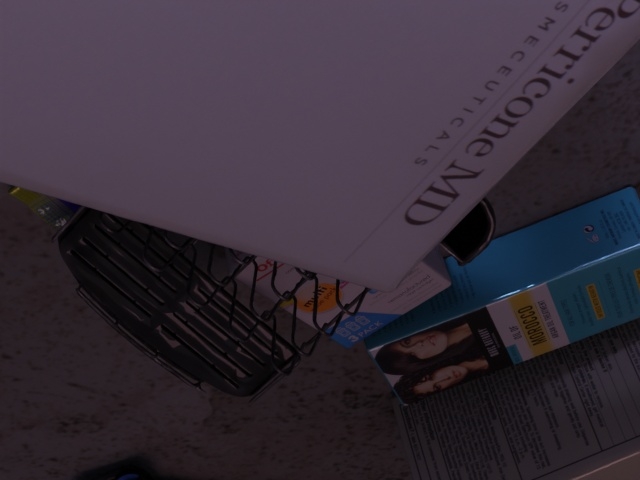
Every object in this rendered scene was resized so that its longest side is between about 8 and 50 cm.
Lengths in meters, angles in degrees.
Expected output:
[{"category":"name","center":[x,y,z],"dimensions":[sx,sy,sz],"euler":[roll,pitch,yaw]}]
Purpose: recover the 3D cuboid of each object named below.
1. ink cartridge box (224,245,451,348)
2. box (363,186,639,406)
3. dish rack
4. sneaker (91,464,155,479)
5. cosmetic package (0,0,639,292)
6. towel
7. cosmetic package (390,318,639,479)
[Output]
[{"category":"ink cartridge box","center":[0.000,0.000,0.894],"dimensions":[0.104,0.061,0.181],"euler":[-35,135,22]},{"category":"box","center":[0.158,0.049,0.998],"dimensions":[0.244,0.060,0.100],"euler":[-22,139,9]},{"category":"dish rack","center":[-0.045,-0.006,0.799],"dimensions":[0.208,0.074,0.271],"euler":[42,115,-12]},{"category":"sneaker","center":[-0.132,0.260,1.142],"dimensions":[0.217,0.079,0.121],"euler":[-5,140,-9]},{"category":"cosmetic package","center":[-0.101,-0.151,0.478],"dimensions":[0.453,0.161,0.230],"euler":[16,131,-32]},{"category":"towel","center":[-0.166,-0.038,0.843],"dimensions":[0.083,0.009,0.060],"euler":[-26,139,13]},{"category":"cosmetic package","center":[0.232,0.166,1.088],"dimensions":[0.296,0.153,0.129],"euler":[-25,140,15]}]
